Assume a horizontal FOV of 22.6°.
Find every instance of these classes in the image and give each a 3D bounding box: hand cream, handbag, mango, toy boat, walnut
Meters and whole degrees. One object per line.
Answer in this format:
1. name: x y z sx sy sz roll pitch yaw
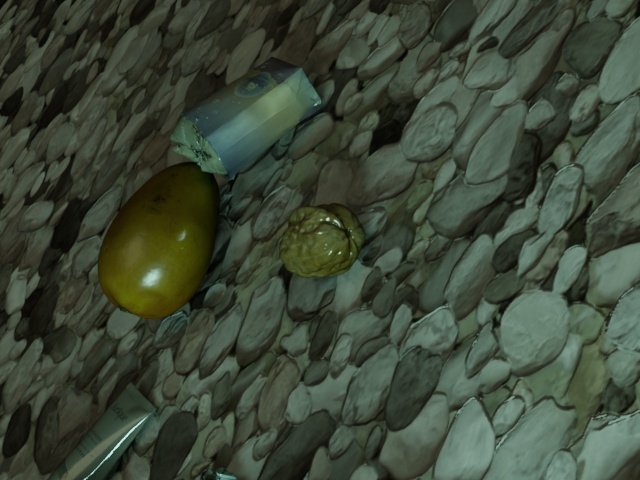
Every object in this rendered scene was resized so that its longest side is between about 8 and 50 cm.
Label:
1. hand cream: -0.264 0.252 1.857 0.186 0.054 0.087 -52 31 -4
2. handbag: -0.092 -0.144 1.915 0.173 0.095 0.117 -35 22 -9
3. mango: -0.192 -0.001 1.926 0.151 0.120 0.221 -32 29 33
4. toy boat: -0.099 0.245 1.599 0.038 0.038 0.083 -59 27 -4
5. walnut: 0.000 0.000 1.652 0.079 0.082 0.096 -41 14 -34
